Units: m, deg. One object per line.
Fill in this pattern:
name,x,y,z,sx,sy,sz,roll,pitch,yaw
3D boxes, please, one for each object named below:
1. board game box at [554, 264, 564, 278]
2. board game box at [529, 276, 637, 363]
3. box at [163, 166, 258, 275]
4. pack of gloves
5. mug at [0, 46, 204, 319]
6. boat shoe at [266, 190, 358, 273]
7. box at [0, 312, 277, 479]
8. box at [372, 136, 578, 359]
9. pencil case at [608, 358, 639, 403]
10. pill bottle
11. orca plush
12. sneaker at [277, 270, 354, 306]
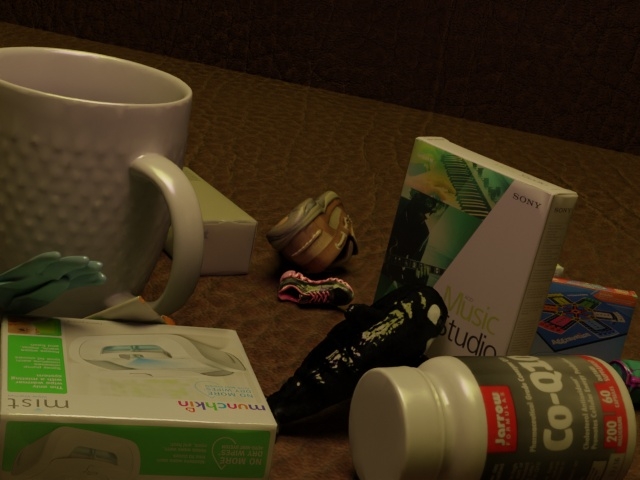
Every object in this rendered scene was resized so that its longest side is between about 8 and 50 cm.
board game box,0.233,0.051,1.754,0.142,0.144,0.275,3,20,-23
board game box,0.291,0.116,1.592,0.281,0.145,0.027,11,19,-1
box,-0.215,-0.037,1.837,0.113,0.094,0.275,0,22,-30
pack of gloves,-0.307,0.075,1.237,0.232,0.195,0.046,-20,51,16
mug,-0.289,-0.040,1.432,0.374,0.328,0.276,25,23,34
boat shoe,0.000,0.000,1.855,0.116,0.123,0.324,47,14,3
box,-0.200,0.184,1.148,0.261,0.127,0.231,6,17,-16
box,0.177,0.053,1.431,0.058,0.322,0.232,0,20,-44
pencil case,0.476,0.201,1.573,0.151,0.065,0.070,5,-6,-15
pill bottle,0.187,0.207,1.238,0.283,0.161,0.161,2,20,-24
orca plush,0.027,0.113,1.338,0.287,0.102,0.151,-21,33,-12
sneaker,-0.010,0.081,1.691,0.119,0.047,0.057,8,24,15
